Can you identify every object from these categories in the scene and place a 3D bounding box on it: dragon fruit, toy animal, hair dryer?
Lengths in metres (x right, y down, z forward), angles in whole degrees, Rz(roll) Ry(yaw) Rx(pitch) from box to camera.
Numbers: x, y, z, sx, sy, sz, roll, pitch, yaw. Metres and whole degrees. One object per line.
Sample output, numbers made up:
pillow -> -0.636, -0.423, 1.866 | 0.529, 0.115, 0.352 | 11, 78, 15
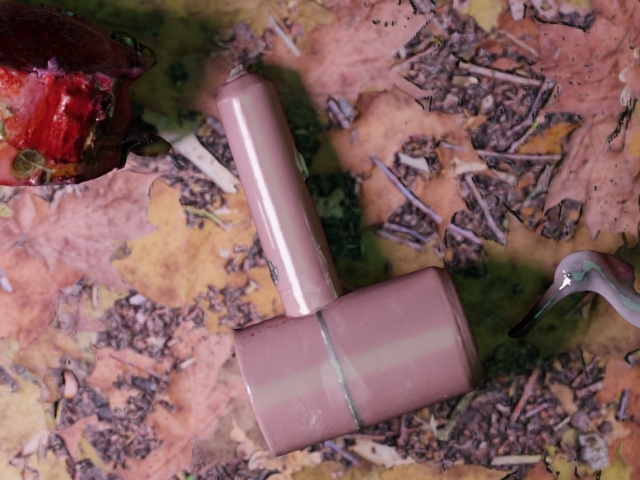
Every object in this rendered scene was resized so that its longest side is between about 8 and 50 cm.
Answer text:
dragon fruit -> -0.259, -0.136, 1.696 | 0.282, 0.211, 0.147 | -2, 108, -27
toy animal -> 0.357, 0.047, 1.780 | 0.324, 0.090, 0.195 | 17, 99, -6
hair dryer -> 0.000, 0.000, 1.763 | 0.210, 0.125, 0.352 | -19, 93, 2
